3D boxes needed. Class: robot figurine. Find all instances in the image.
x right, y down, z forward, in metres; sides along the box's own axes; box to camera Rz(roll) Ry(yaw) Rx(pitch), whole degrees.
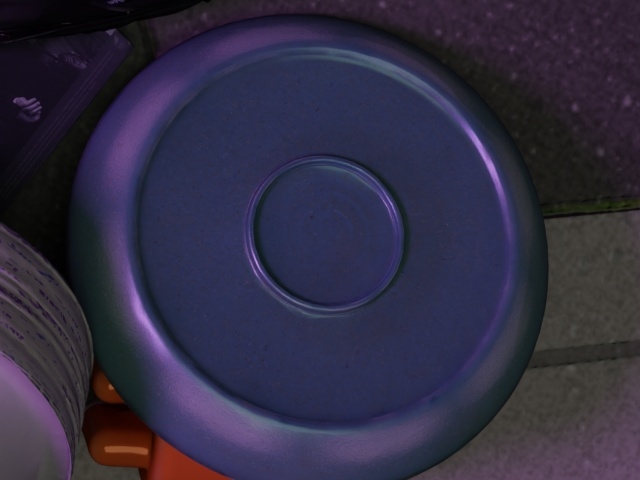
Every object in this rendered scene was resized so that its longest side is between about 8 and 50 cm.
[{"bbox_3d":[-0.044,0.107,1.228,0.219,0.128,0.158,3,63,-14],"label":"robot figurine"}]

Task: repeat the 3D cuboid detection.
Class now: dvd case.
[{"bbox_3d":[-0.255,-0.131,1.141,0.238,0.029,0.179,42,73,-18],"label":"dvd case"}]

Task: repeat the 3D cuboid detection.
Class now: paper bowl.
[{"bbox_3d":[-0.283,0.102,1.094,0.284,0.148,0.284,3,139,2],"label":"paper bowl"}]

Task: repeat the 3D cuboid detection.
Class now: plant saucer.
[{"bbox_3d":[0.000,0.000,1.179,0.317,0.044,0.318,3,76,-12],"label":"plant saucer"}]

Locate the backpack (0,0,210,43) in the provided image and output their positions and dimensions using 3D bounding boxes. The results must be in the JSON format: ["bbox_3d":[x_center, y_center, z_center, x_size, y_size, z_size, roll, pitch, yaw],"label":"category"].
[{"bbox_3d":[-0.132,-0.185,1.113,0.182,0.152,0.115,-12,86,-36],"label":"backpack"}]
